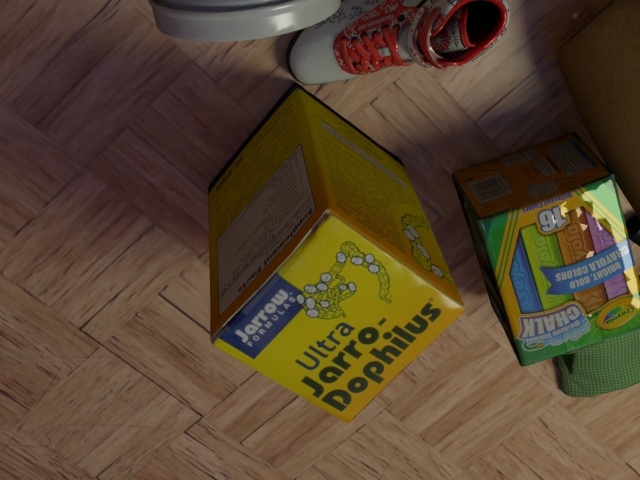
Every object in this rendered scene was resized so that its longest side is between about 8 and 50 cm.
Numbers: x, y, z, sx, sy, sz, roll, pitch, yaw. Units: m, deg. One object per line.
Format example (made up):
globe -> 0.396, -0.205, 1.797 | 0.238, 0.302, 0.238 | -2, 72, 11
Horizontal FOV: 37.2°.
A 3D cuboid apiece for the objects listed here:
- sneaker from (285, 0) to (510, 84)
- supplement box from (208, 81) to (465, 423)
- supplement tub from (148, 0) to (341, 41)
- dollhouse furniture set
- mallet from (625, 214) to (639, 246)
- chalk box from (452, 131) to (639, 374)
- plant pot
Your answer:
sneaker -> 0.088, -0.239, 1.110 | 0.270, 0.145, 0.090 | -21, 120, 5
supplement box -> 0.000, 0.000, 1.114 | 0.195, 0.356, 0.194 | 34, 111, -23
supplement tub -> -0.094, -0.390, 0.944 | 0.241, 0.241, 0.331 | -8, 120, -3
dollhouse furniture set -> 0.502, 0.155, 1.388 | 0.301, 0.151, 0.197 | -18, 120, 3
mallet -> 0.514, -0.061, 1.336 | 0.062, 0.039, 0.189 | 36, 106, -24
chalk box -> 0.310, 0.037, 1.261 | 0.179, 0.180, 0.289 | -20, 114, 5
plant pot -> 0.412, -0.172, 1.151 | 0.237, 0.237, 0.254 | -43, 90, 17
